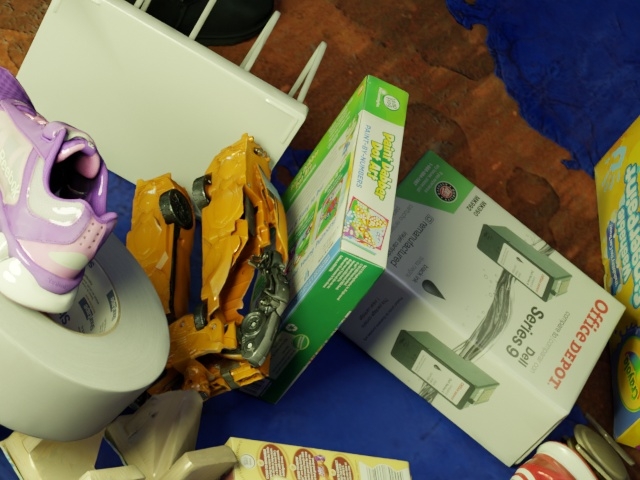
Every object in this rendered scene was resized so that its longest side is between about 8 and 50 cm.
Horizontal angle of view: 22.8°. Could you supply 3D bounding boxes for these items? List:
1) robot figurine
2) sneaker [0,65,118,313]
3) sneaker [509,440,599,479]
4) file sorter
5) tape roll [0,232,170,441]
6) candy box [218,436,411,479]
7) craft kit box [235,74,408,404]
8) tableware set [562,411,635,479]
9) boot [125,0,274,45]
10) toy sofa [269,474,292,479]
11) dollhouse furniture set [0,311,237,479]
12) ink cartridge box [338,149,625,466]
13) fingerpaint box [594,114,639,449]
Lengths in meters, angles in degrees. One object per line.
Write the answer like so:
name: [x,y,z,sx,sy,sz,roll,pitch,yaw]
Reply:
robot figurine: [-0.113,0.040,1.549,0.085,0.211,0.291,45,33,-44]
sneaker: [-0.216,-0.060,1.228,0.095,0.104,0.236,18,36,-45]
sneaker: [0.267,0.325,1.629,0.128,0.087,0.221,-36,74,-30]
file sorter: [-0.156,-0.182,1.699,0.277,0.193,0.173,30,41,-7]
tape roll: [-0.226,0.051,1.259,0.219,0.072,0.219,36,26,-21]
candy box: [-0.019,0.241,1.481,0.186,0.109,0.053,10,50,-26]
craft kit box: [0.000,0.000,1.598,0.061,0.250,0.247,21,47,-16]
tableware set: [0.331,0.280,1.709,0.194,0.039,0.128,46,18,2]
boot: [-0.115,-0.322,1.828,0.246,0.207,0.094,-17,64,-41]
toy sofa: [0.001,0.371,1.281,0.150,0.177,0.362,21,46,-16]
dollhouse furniture set: [-0.345,0.128,1.348,0.394,0.256,0.362,0,52,-58]
ink cartridge box: [0.164,0.071,1.730,0.289,0.121,0.211,38,44,1]
fingerpaint box: [0.491,-0.015,1.829,0.163,0.371,0.445,20,45,-16]
